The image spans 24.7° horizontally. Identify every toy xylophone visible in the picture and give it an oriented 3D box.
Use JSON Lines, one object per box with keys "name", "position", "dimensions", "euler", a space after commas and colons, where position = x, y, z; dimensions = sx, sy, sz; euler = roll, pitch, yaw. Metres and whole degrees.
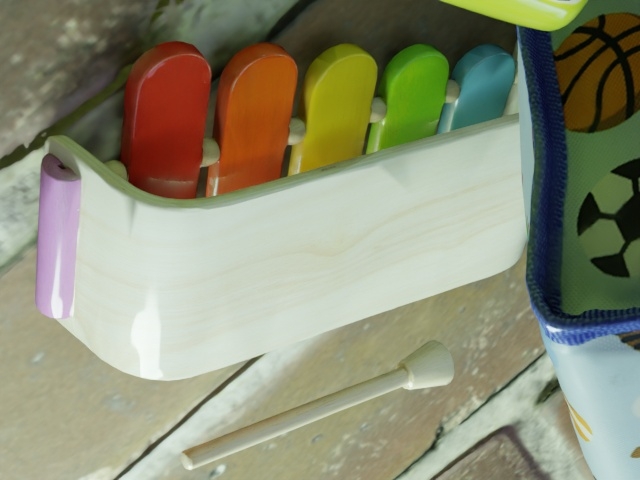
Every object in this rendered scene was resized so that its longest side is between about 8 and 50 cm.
{"name": "toy xylophone", "position": [0.000, 0.000, 0.791], "dimensions": [0.322, 0.081, 0.236], "euler": [-10, 134, -34]}

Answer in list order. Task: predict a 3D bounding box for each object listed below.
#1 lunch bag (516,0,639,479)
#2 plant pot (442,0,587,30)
{"name": "lunch bag", "position": [0.214, -0.064, 0.684], "dimensions": [0.239, 0.385, 0.328], "euler": [-10, 144, 12]}
{"name": "plant pot", "position": [0.018, -0.206, 0.460], "dimensions": [0.228, 0.207, 0.227], "euler": [12, 121, -33]}
